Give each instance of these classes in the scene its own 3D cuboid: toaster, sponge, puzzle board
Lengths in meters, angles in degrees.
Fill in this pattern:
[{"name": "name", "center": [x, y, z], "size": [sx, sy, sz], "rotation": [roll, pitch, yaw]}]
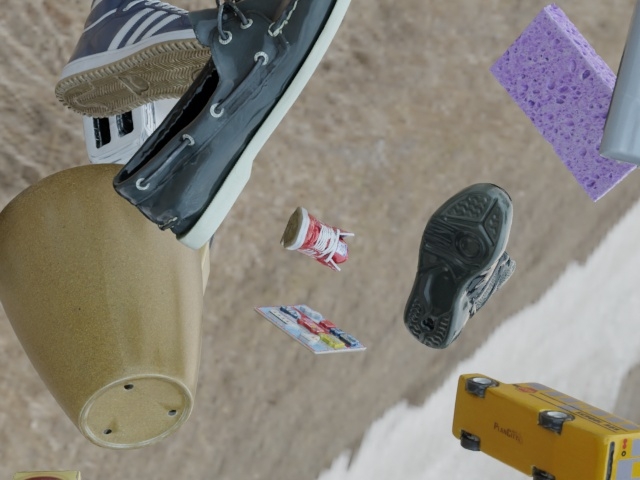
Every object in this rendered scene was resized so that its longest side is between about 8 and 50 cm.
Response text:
[{"name": "toaster", "center": [-0.257, -0.163, 2.084], "size": [0.146, 0.129, 0.227], "rotation": [35, 40, -54]}, {"name": "sponge", "center": [0.299, -0.162, 1.697], "size": [0.031, 0.210, 0.117], "rotation": [-27, 166, -45]}, {"name": "puzzle board", "center": [-0.014, 0.115, 1.917], "size": [0.096, 0.128, 0.011], "rotation": [1, 114, -46]}]

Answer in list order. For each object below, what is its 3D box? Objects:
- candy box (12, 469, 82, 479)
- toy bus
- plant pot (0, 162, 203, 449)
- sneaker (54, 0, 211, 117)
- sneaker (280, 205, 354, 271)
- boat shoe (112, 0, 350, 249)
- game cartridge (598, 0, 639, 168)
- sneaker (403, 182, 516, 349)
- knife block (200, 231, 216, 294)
[{"name": "candy box", "center": [-0.324, 0.440, 1.648], "size": [0.316, 0.088, 0.183], "rotation": [-84, 171, -50]}, {"name": "toy bus", "center": [0.334, 0.285, 2.134], "size": [0.130, 0.333, 0.108], "rotation": [-2, 101, -31]}, {"name": "plant pot", "center": [-0.218, 0.087, 1.535], "size": [0.237, 0.237, 0.254], "rotation": [77, -8, -46]}, {"name": "sneaker", "center": [-0.163, -0.233, 1.593], "size": [0.099, 0.282, 0.153], "rotation": [46, 47, -43]}, {"name": "sneaker", "center": [0.000, 0.000, 1.355], "size": [0.118, 0.067, 0.042], "rotation": [-175, -72, -86]}, {"name": "boat shoe", "center": [-0.076, -0.157, 1.272], "size": [0.340, 0.113, 0.127], "rotation": [-57, -163, 20]}, {"name": "game cartridge", "center": [0.440, -0.139, 1.424], "size": [0.062, 0.297, 0.198], "rotation": [96, 9, -86]}, {"name": "sneaker", "center": [0.166, 0.005, 1.571], "size": [0.130, 0.087, 0.227], "rotation": [-46, 159, -42]}, {"name": "knife block", "center": [-0.222, 0.054, 2.412], "size": [0.242, 0.275, 0.088], "rotation": [-29, 148, -22]}]
